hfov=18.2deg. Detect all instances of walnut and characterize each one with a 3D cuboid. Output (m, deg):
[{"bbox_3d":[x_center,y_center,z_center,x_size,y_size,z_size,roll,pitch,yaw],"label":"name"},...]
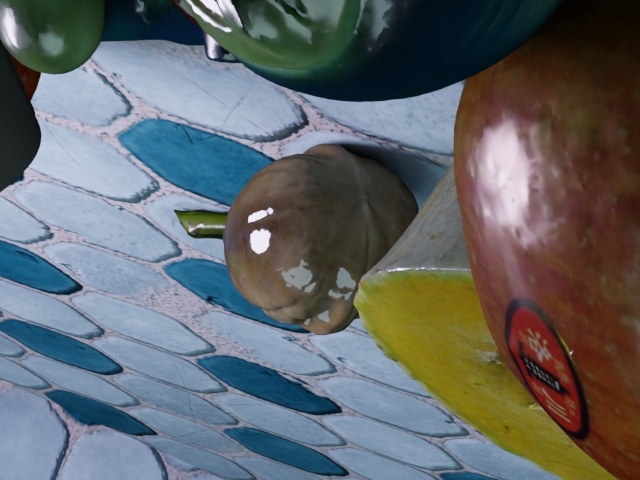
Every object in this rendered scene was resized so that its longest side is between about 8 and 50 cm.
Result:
[{"bbox_3d":[0.000,-0.001,1.448,0.140,0.140,0.162,23,148,-8],"label":"walnut"}]

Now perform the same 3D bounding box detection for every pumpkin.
[{"bbox_3d":[0.207,0.031,1.235,0.332,0.199,0.332,24,158,10],"label":"pumpkin"}]

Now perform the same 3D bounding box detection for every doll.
[{"bbox_3d":[-0.005,-0.159,0.848,0.186,0.199,0.322,-5,-172,-38],"label":"doll"}]

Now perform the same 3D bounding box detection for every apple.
[{"bbox_3d":[0.191,-0.020,0.925,0.250,0.277,0.309,22,130,19],"label":"apple"}]

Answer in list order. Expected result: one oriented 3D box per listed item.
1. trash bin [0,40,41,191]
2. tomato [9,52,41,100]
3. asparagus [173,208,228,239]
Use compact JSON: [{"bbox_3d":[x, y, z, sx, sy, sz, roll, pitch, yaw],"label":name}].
[{"bbox_3d":[-0.288,-0.126,1.092,0.220,0.219,0.250,39,160,45],"label":"trash bin"},{"bbox_3d":[-0.285,-0.167,1.336,0.236,0.095,0.237,22,166,6],"label":"tomato"},{"bbox_3d":[-0.049,-0.014,1.648,0.034,0.027,0.236,20,168,-37],"label":"asparagus"}]
